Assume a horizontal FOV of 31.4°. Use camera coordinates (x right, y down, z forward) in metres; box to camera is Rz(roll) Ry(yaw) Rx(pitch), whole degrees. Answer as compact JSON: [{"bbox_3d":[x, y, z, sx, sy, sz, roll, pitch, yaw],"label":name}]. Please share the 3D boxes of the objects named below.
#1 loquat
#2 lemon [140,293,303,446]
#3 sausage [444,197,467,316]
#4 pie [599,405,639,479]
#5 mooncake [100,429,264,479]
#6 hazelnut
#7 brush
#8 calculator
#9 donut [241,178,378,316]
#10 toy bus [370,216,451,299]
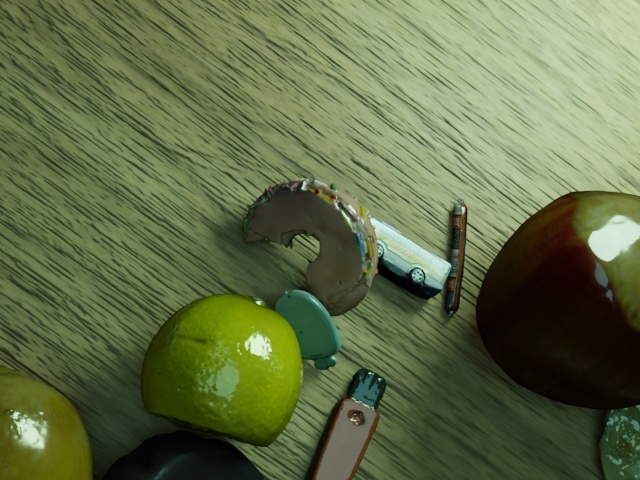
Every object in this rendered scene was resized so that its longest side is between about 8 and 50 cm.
[{"bbox_3d":[-0.480,0.337,1.603,0.328,0.328,0.329,1,85,-8],"label":"loquat"},{"bbox_3d":[-0.140,0.185,1.707,0.240,0.240,0.219,20,77,-6],"label":"lemon"},{"bbox_3d":[0.224,0.028,1.878,0.028,0.025,0.199,2,83,23],"label":"sausage"},{"bbox_3d":[0.623,0.328,1.887,0.339,0.077,0.339,1,85,-8],"label":"pie"},{"bbox_3d":[-0.210,0.421,1.695,0.283,0.141,0.283,-7,103,-31],"label":"mooncake"},{"bbox_3d":[0.428,0.093,1.745,0.365,0.366,0.366,1,85,-8],"label":"hazelnut"},{"bbox_3d":[0.024,0.358,1.807,0.070,0.051,0.323,24,82,-8],"label":"brush"},{"bbox_3d":[-0.018,0.144,1.800,0.095,0.021,0.153,-12,113,30],"label":"calculator"},{"bbox_3d":[0.000,0.000,1.785,0.199,0.085,0.233,-33,93,34],"label":"donut"},{"bbox_3d":[0.126,0.027,1.849,0.172,0.057,0.072,31,72,-5],"label":"toy bus"}]
